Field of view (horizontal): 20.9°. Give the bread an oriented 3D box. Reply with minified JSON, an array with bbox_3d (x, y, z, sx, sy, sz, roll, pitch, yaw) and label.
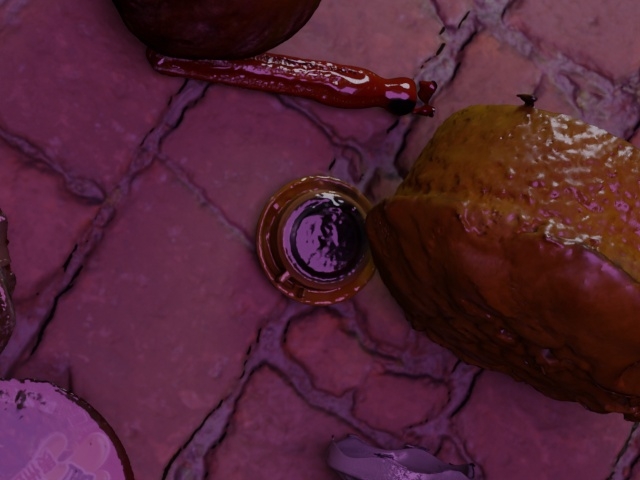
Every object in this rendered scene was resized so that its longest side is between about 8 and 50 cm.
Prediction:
[{"bbox_3d":[0.235,0.032,1.812,0.398,0.398,0.215,31,74,-14],"label":"bread"}]

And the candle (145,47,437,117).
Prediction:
[{"bbox_3d":[-0.027,-0.176,1.893,0.329,0.051,0.048,8,95,-16],"label":"candle"}]

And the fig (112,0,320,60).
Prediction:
[{"bbox_3d":[-0.105,-0.290,1.782,0.224,0.263,0.224,-26,135,-29],"label":"fig"}]

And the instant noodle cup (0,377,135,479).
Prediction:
[{"bbox_3d":[-0.327,0.271,1.760,0.274,0.091,0.274,1,87,-17],"label":"instant noodle cup"}]

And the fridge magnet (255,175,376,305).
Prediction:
[{"bbox_3d":[0.000,0.000,1.888,0.143,0.063,0.143,0,88,-14],"label":"fridge magnet"}]

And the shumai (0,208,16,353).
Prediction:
[{"bbox_3d":[-0.371,0.048,1.737,0.153,0.209,0.161,-43,117,-59],"label":"shumai"}]

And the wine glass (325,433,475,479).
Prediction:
[{"bbox_3d":[0.069,0.316,1.849,0.165,0.165,0.197,13,87,-16],"label":"wine glass"}]
